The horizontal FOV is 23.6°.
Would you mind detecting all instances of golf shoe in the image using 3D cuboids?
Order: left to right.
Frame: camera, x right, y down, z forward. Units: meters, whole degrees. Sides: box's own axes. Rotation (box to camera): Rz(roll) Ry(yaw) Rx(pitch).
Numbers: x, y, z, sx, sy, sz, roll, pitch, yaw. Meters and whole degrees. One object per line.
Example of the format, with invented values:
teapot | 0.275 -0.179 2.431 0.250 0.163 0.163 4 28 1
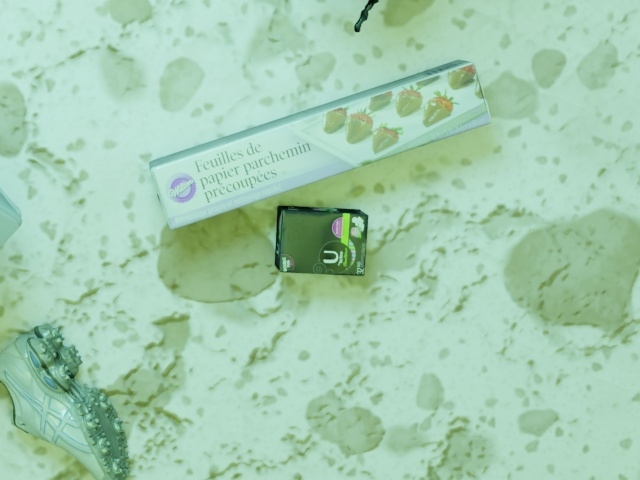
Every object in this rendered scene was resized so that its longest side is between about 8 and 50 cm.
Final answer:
golf shoe | -0.250 0.169 1.473 0.086 0.069 0.176 -27 99 17

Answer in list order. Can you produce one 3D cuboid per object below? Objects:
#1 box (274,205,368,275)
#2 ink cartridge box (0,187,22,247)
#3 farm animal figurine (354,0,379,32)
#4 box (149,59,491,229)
box | 0.000 0.000 1.478 0.083 0.052 0.062 3 96 -7
ink cartridge box | -0.414 -0.085 1.269 0.121 0.211 0.289 -48 136 1
farm animal figurine | 0.075 -0.391 1.292 0.172 0.330 0.326 1 67 -9
box | -0.001 -0.093 1.459 0.324 0.067 0.063 -19 100 -6
